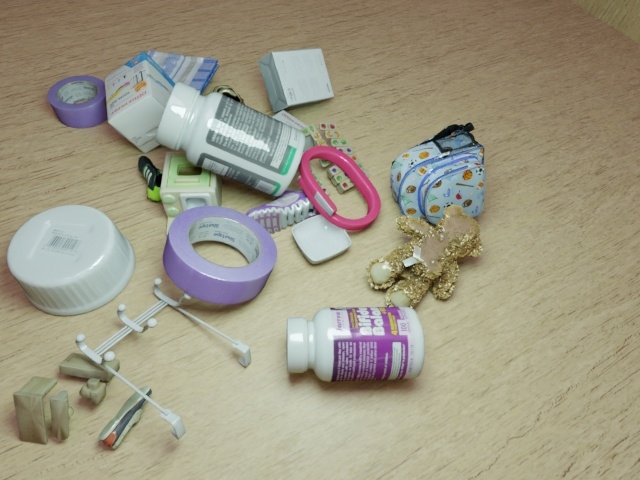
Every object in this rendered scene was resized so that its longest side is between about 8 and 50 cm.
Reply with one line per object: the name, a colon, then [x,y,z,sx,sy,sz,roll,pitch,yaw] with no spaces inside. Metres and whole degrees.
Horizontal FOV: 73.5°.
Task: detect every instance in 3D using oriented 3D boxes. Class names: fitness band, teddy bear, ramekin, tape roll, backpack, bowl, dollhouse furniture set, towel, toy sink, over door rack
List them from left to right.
ramekin: [-0.637,0.040,1.097,0.278,0.135,0.277,2,55,-3]
dollhouse furniture set: [-0.552,0.350,0.953,0.144,0.123,0.151,8,20,1]
tape roll: [-0.821,-0.479,1.477,0.189,0.080,0.188,3,55,-4]
over door rack: [-0.348,0.237,0.974,0.324,0.108,0.239,32,46,16]
towel: [-0.536,-0.613,1.566,0.285,0.034,0.209,11,57,7]
toy sink: [-0.372,-0.139,1.246,0.153,0.131,0.234,-2,55,-6]
tape roll: [-0.254,0.031,1.101,0.275,0.090,0.274,19,36,-14]
bowl: [0.000,0.000,1.230,0.142,0.053,0.142,-23,61,-20]
fitness band: [0.055,-0.158,1.273,0.209,0.054,0.290,-24,73,-38]
teddy bear: [0.282,0.050,1.173,0.245,0.113,0.338,33,75,11]
backpack: [0.344,-0.166,1.258,0.264,0.276,0.213,-12,37,5]

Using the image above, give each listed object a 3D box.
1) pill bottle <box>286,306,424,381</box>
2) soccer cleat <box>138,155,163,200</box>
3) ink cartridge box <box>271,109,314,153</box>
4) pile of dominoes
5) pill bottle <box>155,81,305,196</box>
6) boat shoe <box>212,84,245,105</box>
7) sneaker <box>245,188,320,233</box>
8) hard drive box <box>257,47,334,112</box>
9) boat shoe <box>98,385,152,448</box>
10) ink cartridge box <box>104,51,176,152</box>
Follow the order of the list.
pill bottle: [0.072,0.239,0.998,0.302,0.169,0.169,0,55,-6]
soccer cleat: [-0.507,-0.199,1.309,0.072,0.060,0.178,-38,62,20]
ink cartridge box: [-0.142,-0.323,1.421,0.153,0.086,0.208,37,60,19]
pile of dominoes: [0.031,-0.273,1.374,0.196,0.040,0.251,-32,87,-25]
pill bottle: [-0.242,-0.275,1.176,0.361,0.204,0.204,21,52,-20]
boat shoe: [-0.309,-0.465,1.466,0.123,0.119,0.324,-14,45,-13]
sneaker: [-0.115,-0.096,1.270,0.237,0.095,0.104,-16,53,-22]
hard drive box: [-0.080,-0.564,1.502,0.232,0.089,0.180,-25,104,-39]
boat shoe: [-0.415,0.383,0.934,0.043,0.049,0.137,52,53,-21]
ink cartridge box: [-0.567,-0.444,1.387,0.171,0.168,0.232,-28,58,10]
